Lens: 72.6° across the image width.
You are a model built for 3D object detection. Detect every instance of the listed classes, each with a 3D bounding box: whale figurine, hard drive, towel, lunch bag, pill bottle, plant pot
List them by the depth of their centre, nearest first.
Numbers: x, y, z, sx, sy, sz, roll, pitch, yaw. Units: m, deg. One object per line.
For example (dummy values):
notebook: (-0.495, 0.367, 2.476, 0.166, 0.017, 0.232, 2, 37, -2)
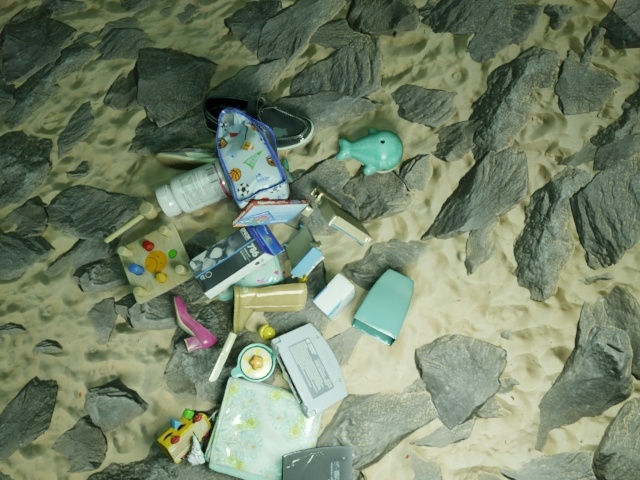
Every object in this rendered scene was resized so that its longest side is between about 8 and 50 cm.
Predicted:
hard drive: (-0.013, 0.786, 1.473, 0.255, 0.054, 0.171, 5, 79, -24)
towel: (-0.199, 0.685, 1.556, 0.375, 0.090, 0.320, 13, 77, 8)
plant pot: (0.243, 0.237, 1.609, 0.166, 0.165, 0.234, 26, 72, 11)
lunch bag: (-0.266, -0.288, 1.711, 0.239, 0.327, 0.385, -25, 72, -8)
lunch bag: (-0.300, 0.112, 1.715, 0.280, 0.108, 0.223, -18, 74, 0)
whale figurine: (0.203, -0.378, 1.792, 0.273, 0.141, 0.216, 8, 76, 8)
pill bottle: (-0.516, -0.210, 1.797, 0.283, 0.160, 0.160, -22, 74, -2)

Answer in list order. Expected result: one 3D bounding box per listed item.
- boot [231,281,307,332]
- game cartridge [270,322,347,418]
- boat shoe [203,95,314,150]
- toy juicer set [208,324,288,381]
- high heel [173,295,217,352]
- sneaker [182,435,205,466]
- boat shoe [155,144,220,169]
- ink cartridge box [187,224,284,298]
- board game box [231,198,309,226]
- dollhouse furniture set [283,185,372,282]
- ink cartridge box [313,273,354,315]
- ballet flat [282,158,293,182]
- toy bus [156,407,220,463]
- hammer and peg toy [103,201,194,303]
boot: (-0.198, 0.260, 1.657, 0.270, 0.236, 0.089, 0, 41, -17)
game cartridge: (-0.033, 0.459, 1.574, 0.198, 0.062, 0.297, -15, 69, -39)
boat shoe: (-0.274, -0.510, 1.865, 0.501, 0.156, 0.186, 14, 74, 7)
toy juicer set: (-0.234, 0.409, 1.595, 0.330, 0.089, 0.209, 4, 68, -11)
high heel: (-0.495, 0.313, 1.705, 0.117, 0.082, 0.244, -14, 57, -28)
sneaker: (-0.447, 0.736, 1.513, 0.069, 0.038, 0.098, -19, 83, -12)
boat shoe: (-0.559, -0.363, 1.879, 0.286, 0.102, 0.092, 4, 70, 2)
ink cartridge box: (-0.319, 0.059, 1.641, 0.333, 0.065, 0.165, -34, 60, -8)
board game box: (-0.186, -0.106, 1.657, 0.145, 0.282, 0.027, -40, 69, 36)
dollhouse furniture set: (0.000, 0.000, 1.739, 0.303, 0.198, 0.286, -48, 34, 15)
ink cartridge box: (0.056, 0.215, 1.612, 0.082, 0.190, 0.139, 42, 81, 15)
ballet flat: (-0.149, -0.294, 1.854, 0.041, 0.041, 0.114, -18, 73, 0)
toy bus: (-0.484, 0.686, 1.568, 0.105, 0.202, 0.190, 11, 81, 39)
hammer and peg toy: (-0.684, 0.047, 1.758, 0.266, 0.127, 0.361, -29, 74, -1)
